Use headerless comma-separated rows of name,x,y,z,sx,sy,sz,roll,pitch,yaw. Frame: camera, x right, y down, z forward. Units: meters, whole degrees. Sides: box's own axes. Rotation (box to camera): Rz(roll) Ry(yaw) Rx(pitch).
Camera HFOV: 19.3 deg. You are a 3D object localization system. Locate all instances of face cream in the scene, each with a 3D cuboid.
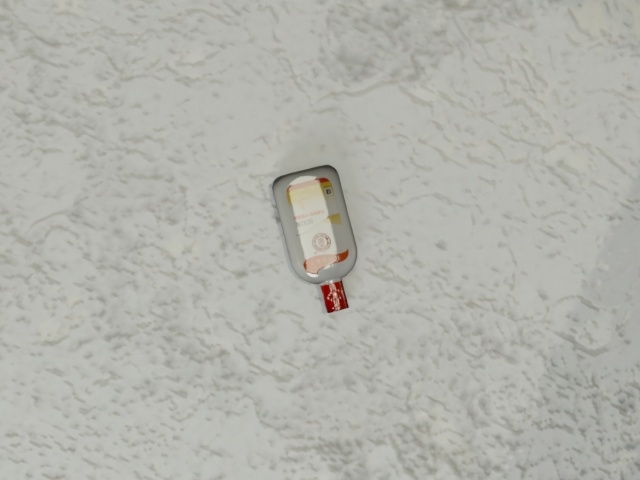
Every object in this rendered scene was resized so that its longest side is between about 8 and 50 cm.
face cream,0.000,0.000,1.080,0.040,0.021,0.083,-15,90,-6
